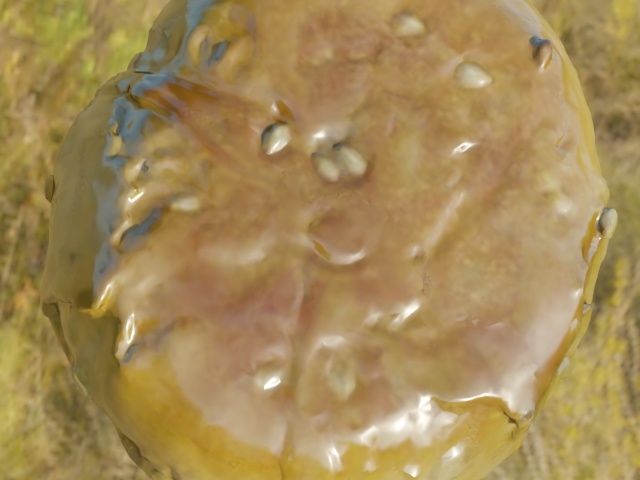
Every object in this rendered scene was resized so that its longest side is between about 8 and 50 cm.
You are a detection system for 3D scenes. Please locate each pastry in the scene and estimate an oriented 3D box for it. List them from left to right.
[{"bbox_3d":[0.000,0.000,0.888,0.284,0.184,0.316,25,74,-5],"label":"pastry"}]
